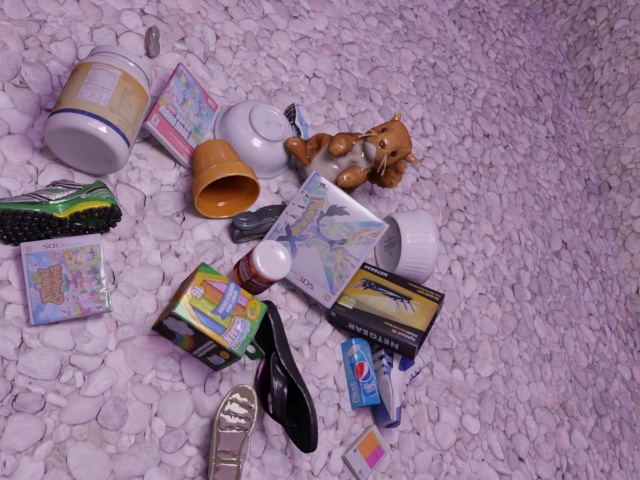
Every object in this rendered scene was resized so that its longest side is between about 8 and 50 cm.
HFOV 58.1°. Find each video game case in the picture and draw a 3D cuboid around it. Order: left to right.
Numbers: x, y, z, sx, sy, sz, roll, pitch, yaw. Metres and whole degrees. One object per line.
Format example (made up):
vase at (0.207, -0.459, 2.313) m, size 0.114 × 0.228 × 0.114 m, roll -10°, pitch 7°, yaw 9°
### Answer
video game case at (-0.647, 0.096, 1.469) m, size 0.193 × 0.023 × 0.212 m, roll -8°, pitch 78°, yaw -24°
video game case at (-0.433, -0.398, 1.831) m, size 0.204 × 0.025 × 0.285 m, roll 49°, pitch 44°, yaw -40°
video game case at (0.003, -0.003, 1.813) m, size 0.300 × 0.036 × 0.329 m, roll 36°, pitch 89°, yaw -2°

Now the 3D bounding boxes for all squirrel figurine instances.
squirrel figurine at (0.153, -0.291, 1.967) m, size 0.397 × 0.370 × 0.281 m, roll -13°, pitch 80°, yaw -61°

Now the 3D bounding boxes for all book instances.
book at (0.140, 0.647, 1.753) m, size 0.144 × 0.035 × 0.096 m, roll -35°, pitch 92°, yaw -39°

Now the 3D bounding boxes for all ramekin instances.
ramekin at (0.292, 0.021, 2.021) m, size 0.127 × 0.273 × 0.273 m, roll 2°, pitch 66°, yaw -20°

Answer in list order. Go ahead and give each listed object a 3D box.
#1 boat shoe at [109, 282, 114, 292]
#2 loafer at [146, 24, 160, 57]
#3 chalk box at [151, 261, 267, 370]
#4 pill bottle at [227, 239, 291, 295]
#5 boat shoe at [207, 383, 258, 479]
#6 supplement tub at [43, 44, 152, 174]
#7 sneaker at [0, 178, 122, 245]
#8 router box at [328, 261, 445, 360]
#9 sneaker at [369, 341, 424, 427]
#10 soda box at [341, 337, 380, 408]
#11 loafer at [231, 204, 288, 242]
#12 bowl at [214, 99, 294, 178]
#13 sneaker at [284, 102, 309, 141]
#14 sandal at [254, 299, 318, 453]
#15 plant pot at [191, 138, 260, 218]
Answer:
boat shoe at (-0.594, 0.120, 1.519) m, size 0.100 × 0.035 × 0.035 m, roll 11°, pitch 62°, yaw -29°
loafer at (-0.564, -0.661, 1.928) m, size 0.045 × 0.039 × 0.125 m, roll 35°, pitch 47°, yaw -58°
chalk box at (-0.276, 0.230, 1.586) m, size 0.289 × 0.180 × 0.179 m, roll 37°, pitch 53°, yaw -15°
pill bottle at (-0.186, 0.091, 1.684) m, size 0.121 × 0.221 × 0.121 m, roll 15°, pitch 60°, yaw -28°
boat shoe at (-0.241, 0.531, 1.509) m, size 0.113 × 0.103 × 0.302 m, roll 18°, pitch 59°, yaw -11°
supplement tub at (-0.613, -0.371, 1.623) m, size 0.228 × 0.228 × 0.316 m, roll 24°, pitch 56°, yaw -22°
sneaker at (-0.710, -0.082, 1.503) m, size 0.343 × 0.134 × 0.146 m, roll -7°, pitch 52°, yaw -35°
router box at (0.215, 0.221, 1.876) m, size 0.308 × 0.081 × 0.243 m, roll 21°, pitch 48°, yaw 20°
sneaker at (0.258, 0.441, 1.869) m, size 0.182 × 0.127 × 0.316 m, roll 12°, pitch 60°, yaw -26°
soda box at (0.126, 0.419, 1.828) m, size 0.067 × 0.071 × 0.210 m, roll 4°, pitch 66°, yaw -33°
loafer at (-0.177, -0.055, 1.869) m, size 0.267 × 0.084 × 0.096 m, roll -13°, pitch 43°, yaw -41°
bowl at (-0.200, -0.369, 1.959) m, size 0.297 × 0.134 × 0.298 m, roll 14°, pitch 61°, yaw -27°
sneaker at (-0.083, -0.430, 2.126) m, size 0.073 × 0.063 × 0.162 m, roll 3°, pitch 69°, yaw -52°
sandal at (-0.133, 0.388, 1.621) m, size 0.107 × 0.167 × 0.446 m, roll -10°, pitch 67°, yaw -34°
plant pot at (-0.309, -0.204, 1.778) m, size 0.205 × 0.205 × 0.188 m, roll -1°, pitch 53°, yaw -34°
